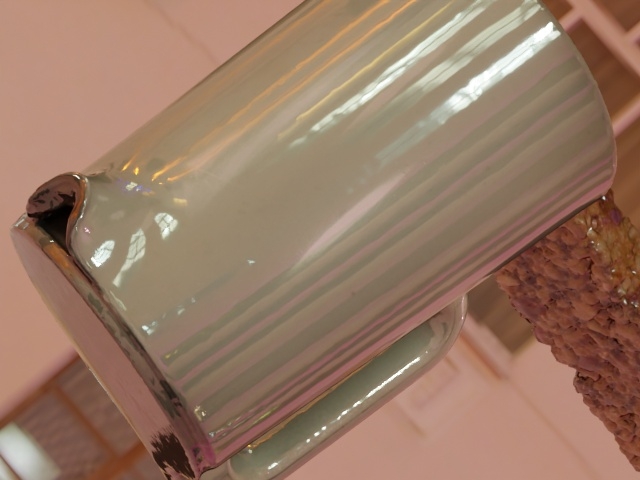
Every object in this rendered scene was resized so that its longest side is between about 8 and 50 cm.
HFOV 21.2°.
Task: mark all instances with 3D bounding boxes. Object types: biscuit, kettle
[{"bbox_3d":[0.125,0.035,0.727,0.064,0.034,0.199,-10,-53,44],"label":"biscuit"},{"bbox_3d":[-0.004,-0.005,0.493,0.098,0.148,0.127,49,-15,12],"label":"kettle"}]
